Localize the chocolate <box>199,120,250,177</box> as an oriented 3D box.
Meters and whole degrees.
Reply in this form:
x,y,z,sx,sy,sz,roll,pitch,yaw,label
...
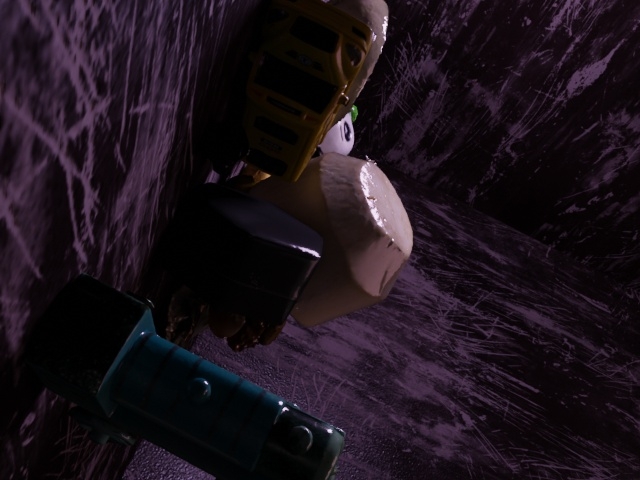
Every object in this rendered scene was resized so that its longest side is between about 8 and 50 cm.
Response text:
x,y,z,sx,sy,sz,roll,pitch,yaw,label
-0.122,-0.121,0.961,0.072,0.070,0.147,-59,178,1,chocolate

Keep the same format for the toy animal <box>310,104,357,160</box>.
x,y,z,sx,sy,sz,roll,pitch,yaw,label
-0.005,-0.297,1.835,0.213,0.212,0.267,-64,-171,-4,toy animal

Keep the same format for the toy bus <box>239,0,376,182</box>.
x,y,z,sx,sy,sz,roll,pitch,yaw,label
-0.037,-0.204,1.012,0.151,0.145,0.331,-65,-177,-17,toy bus

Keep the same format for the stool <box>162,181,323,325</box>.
x,y,z,sx,sy,sz,roll,pitch,yaw,label
-0.114,0.019,1.084,0.141,0.232,0.232,-63,-177,13,stool

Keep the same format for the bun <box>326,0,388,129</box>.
x,y,z,sx,sy,sz,roll,pitch,yaw,label
0.017,-0.360,1.387,0.287,0.146,0.287,-53,-160,30,bun

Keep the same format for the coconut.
x,y,z,sx,sy,sz,roll,pitch,yaw,label
0.000,0.000,1.305,0.323,0.323,0.323,-63,-177,6,coconut

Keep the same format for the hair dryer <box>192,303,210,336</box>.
x,y,z,sx,sy,sz,roll,pitch,yaw,label
-0.294,0.156,1.664,0.219,0.088,0.225,-49,-150,-9,hair dryer

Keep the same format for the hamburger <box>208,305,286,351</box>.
x,y,z,sx,sy,sz,roll,pitch,yaw,label
-0.138,0.107,1.460,0.245,0.155,0.282,-66,-167,-8,hamburger

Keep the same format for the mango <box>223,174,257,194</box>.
x,y,z,sx,sy,sz,roll,pitch,yaw,label
-0.165,-0.061,1.386,0.161,0.076,0.103,114,-11,-50,mango

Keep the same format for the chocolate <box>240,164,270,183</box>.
x,y,z,sx,sy,sz,roll,pitch,yaw,label
-0.152,-0.124,1.584,0.085,0.085,0.219,-77,-170,-78,chocolate

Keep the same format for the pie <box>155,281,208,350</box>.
x,y,z,sx,sy,sz,roll,pitch,yaw,label
-0.269,0.131,1.431,0.337,0.075,0.337,-62,-171,16,pie

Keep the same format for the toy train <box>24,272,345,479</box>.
x,y,z,sx,sy,sz,roll,pitch,yaw,label
-0.117,0.156,0.662,0.120,0.298,0.194,-62,175,-27,toy train
